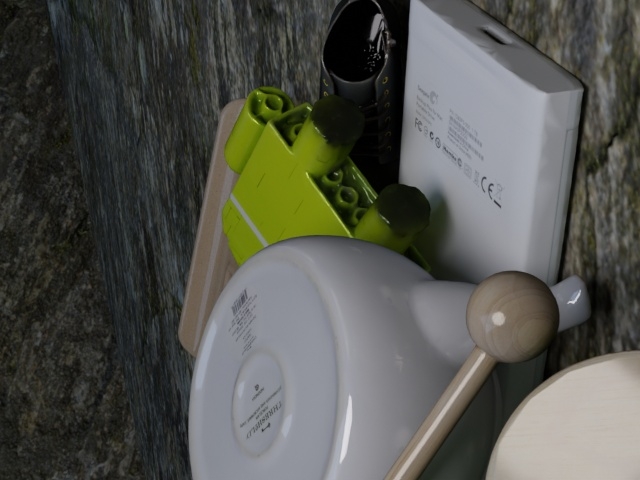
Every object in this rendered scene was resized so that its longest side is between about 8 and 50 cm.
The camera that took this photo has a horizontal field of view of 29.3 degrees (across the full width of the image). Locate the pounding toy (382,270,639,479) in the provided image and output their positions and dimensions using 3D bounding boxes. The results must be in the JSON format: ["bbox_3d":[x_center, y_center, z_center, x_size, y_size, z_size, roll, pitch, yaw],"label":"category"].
[{"bbox_3d":[0.172,0.135,0.695,0.237,0.110,0.183,29,102,21],"label":"pounding toy"}]

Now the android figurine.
[{"bbox_3d":[0.000,0.000,0.998,0.248,0.056,0.273,53,152,13],"label":"android figurine"}]

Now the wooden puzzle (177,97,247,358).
[{"bbox_3d":[-0.031,0.057,1.257,0.348,0.080,0.322,45,128,53],"label":"wooden puzzle"}]

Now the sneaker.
[{"bbox_3d":[0.026,-0.091,0.992,0.118,0.083,0.222,-59,-33,-78],"label":"sneaker"}]

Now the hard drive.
[{"bbox_3d":[0.113,-0.009,0.921,0.203,0.040,0.307,-126,31,-53],"label":"hard drive"}]

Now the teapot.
[{"bbox_3d":[0.034,0.123,0.851,0.256,0.187,0.252,14,93,58],"label":"teapot"}]
